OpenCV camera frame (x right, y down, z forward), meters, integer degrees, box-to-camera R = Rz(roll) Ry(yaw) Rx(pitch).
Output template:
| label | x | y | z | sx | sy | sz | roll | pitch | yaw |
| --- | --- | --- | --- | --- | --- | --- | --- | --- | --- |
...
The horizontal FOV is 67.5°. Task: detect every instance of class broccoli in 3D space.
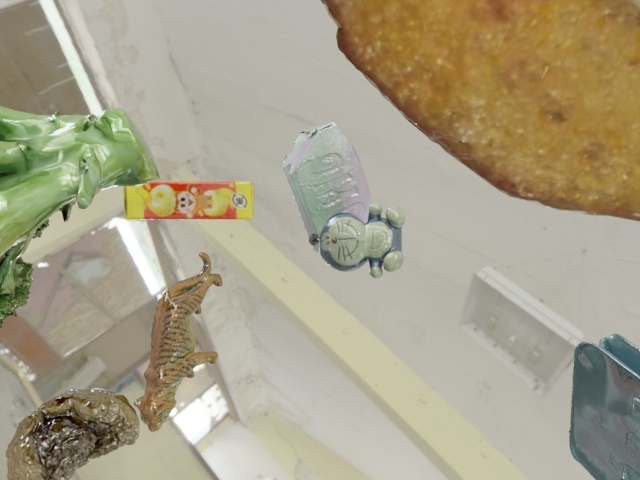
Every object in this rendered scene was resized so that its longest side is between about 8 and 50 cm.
| label | x | y | z | sx | sy | sz | roll | pitch | yaw |
| --- | --- | --- | --- | --- | --- | --- | --- | --- | --- |
| broccoli | -0.275 | -0.041 | 0.395 | 0.269 | 0.269 | 0.254 | 42 | -22 | 21 |

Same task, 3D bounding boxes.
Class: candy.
| label | x | y | z | sx | sy | sz | roll | pitch | yaw |
| --- | --- | --- | --- | --- | --- | --- | --- | --- | --- |
| candy | -0.291 | -0.092 | 1.095 | 0.146 | 0.276 | 0.088 | -148 | -122 | -78 |

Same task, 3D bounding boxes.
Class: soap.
| label | x | y | z | sx | sy | sz | roll | pitch | yaw |
| --- | --- | --- | --- | --- | --- | --- | --- | --- | --- |
| soap | 0.033 | -0.192 | 1.747 | 0.156 | 0.261 | 0.446 | -140 | -151 | -71 |

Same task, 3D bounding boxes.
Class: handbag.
| label | x | y | z | sx | sy | sz | roll | pitch | yaw |
| --- | --- | --- | --- | --- | --- | --- | --- | --- | --- |
| handbag | 0.434 | 0.263 | 0.666 | 0.179 | 0.062 | 0.229 | -122 | -159 | -68 |

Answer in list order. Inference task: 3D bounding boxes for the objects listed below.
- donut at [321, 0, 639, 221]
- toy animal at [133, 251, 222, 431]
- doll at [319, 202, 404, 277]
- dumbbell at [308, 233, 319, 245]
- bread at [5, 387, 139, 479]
| label | x | y | z | sx | sy | sz | roll | pitch | yaw |
| --- | --- | --- | --- | --- | --- | --- | --- | --- | --- |
| donut | 0.221 | -0.197 | 0.303 | 0.435 | 0.163 | 0.378 | 1 | -48 | 22 |
| toy animal | -0.188 | 0.134 | 0.650 | 0.056 | 0.099 | 0.241 | 9 | -89 | 29 |
| doll | 0.123 | 0.001 | 1.459 | 0.154 | 0.258 | 0.228 | 55 | 35 | -84 |
| dumbbell | 0.000 | 0.000 | 1.585 | 0.083 | 0.040 | 0.036 | 8 | -67 | 42 |
| bread | -0.235 | 0.179 | 0.448 | 0.082 | 0.113 | 0.060 | 32 | -42 | 30 |
